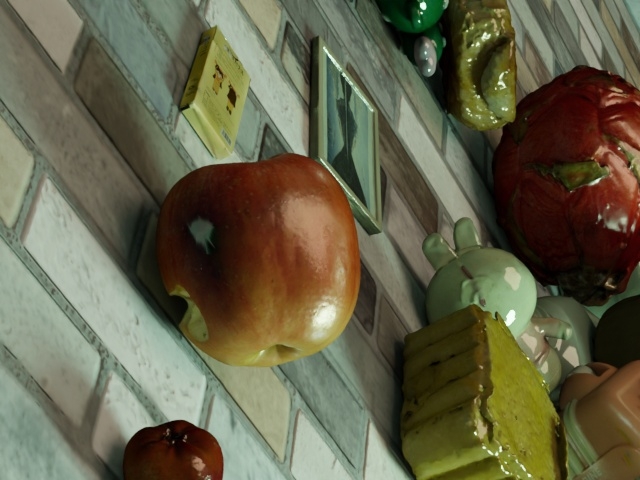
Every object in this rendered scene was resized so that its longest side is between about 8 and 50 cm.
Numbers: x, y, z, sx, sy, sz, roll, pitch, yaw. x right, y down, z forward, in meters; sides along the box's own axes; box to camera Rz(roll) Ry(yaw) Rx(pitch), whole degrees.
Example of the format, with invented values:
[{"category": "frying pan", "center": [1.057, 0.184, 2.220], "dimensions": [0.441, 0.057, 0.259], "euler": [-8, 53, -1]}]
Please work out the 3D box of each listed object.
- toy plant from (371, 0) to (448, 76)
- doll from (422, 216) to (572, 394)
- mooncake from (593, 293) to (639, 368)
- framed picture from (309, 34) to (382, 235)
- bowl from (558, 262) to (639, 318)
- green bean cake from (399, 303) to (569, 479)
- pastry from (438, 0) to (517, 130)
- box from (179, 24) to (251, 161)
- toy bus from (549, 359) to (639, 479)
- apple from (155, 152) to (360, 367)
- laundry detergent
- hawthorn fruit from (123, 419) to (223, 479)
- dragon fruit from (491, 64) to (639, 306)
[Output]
[{"category": "toy plant", "center": [0.116, -0.353, 2.249], "dimensions": [0.232, 0.113, 0.243], "euler": [65, 14, -60]}, {"category": "doll", "center": [0.216, 0.101, 2.059], "dimensions": [0.275, 0.155, 0.113], "euler": [60, 4, -31]}, {"category": "mooncake", "center": [0.492, 0.198, 2.297], "dimensions": [0.284, 0.156, 0.284], "euler": [37, 45, -48]}, {"category": "framed picture", "center": [0.030, -0.124, 1.985], "dimensions": [0.150, 0.015, 0.203], "euler": [50, 30, -40]}, {"category": "bowl", "center": [0.477, 0.068, 2.679], "dimensions": [0.307, 0.163, 0.307], "euler": [50, 30, -43]}, {"category": "green bean cake", "center": [0.182, 0.214, 1.906], "dimensions": [0.229, 0.131, 0.224], "euler": [52, 26, -31]}, {"category": "pastry", "center": [0.217, -0.265, 2.356], "dimensions": [0.218, 0.100, 0.229], "euler": [85, -2, -57]}, {"category": "box", "center": [-0.103, -0.148, 1.687], "dimensions": [0.073, 0.020, 0.149], "euler": [56, 26, -29]}, {"category": "toy bus", "center": [0.358, 0.274, 2.108], "dimensions": [0.232, 0.287, 0.194], "euler": [50, 48, 6]}, {"category": "apple", "center": [-0.054, 0.021, 1.471], "dimensions": [0.199, 0.199, 0.199], "euler": [49, 30, -42]}, {"category": "laundry detergent", "center": [0.336, 0.175, 2.320], "dimensions": [0.398, 0.125, 0.264], "euler": [42, 37, -46]}, {"category": "hawthorn fruit", "center": [-0.114, 0.190, 1.312], "dimensions": [0.081, 0.081, 0.093], "euler": [-56, 153, -64]}, {"category": "dragon fruit", "center": [0.379, -0.088, 2.449], "dimensions": [0.277, 0.277, 0.342], "euler": [44, 48, -48]}]
